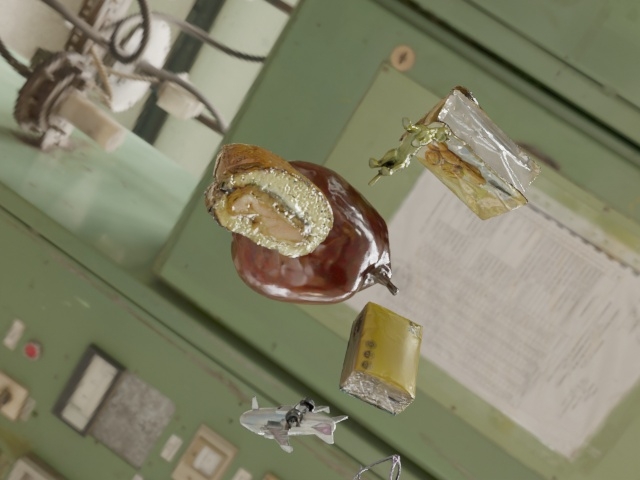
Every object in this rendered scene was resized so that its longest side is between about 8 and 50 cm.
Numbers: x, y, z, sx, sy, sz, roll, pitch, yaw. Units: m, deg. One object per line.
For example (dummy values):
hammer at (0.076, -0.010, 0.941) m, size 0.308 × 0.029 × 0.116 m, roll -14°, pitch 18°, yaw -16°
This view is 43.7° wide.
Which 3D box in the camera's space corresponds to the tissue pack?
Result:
tissue pack at (0.109, 0.201, 1.377) m, size 0.082 × 0.120 × 0.169 m, roll -57°, pitch -169°, yaw 40°

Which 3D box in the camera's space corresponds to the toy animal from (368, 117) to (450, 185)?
toy animal at (0.186, -0.188, 1.734) m, size 0.181 × 0.073 × 0.136 m, roll -48°, pitch 160°, yaw 28°

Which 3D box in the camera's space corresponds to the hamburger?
hamburger at (-0.061, -0.059, 0.843) m, size 0.087 × 0.102 × 0.176 m, roll -45°, pitch 143°, yaw 19°

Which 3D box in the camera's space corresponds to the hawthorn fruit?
hawthorn fruit at (-0.019, -0.012, 1.610) m, size 0.308 × 0.324 × 0.308 m, roll 177°, pitch -90°, yaw -86°

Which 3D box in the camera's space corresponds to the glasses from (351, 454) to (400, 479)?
glasses at (0.101, 0.503, 1.663) m, size 0.140 × 0.104 × 0.062 m, roll -66°, pitch 150°, yaw -23°

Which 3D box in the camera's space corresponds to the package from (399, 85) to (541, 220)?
package at (0.387, -0.222, 1.994) m, size 0.165 × 0.311 × 0.221 m, roll -52°, pitch -170°, yaw -22°

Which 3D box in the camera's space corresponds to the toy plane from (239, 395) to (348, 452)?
toy plane at (-0.050, 0.284, 1.255) m, size 0.162 × 0.171 × 0.065 m, roll -25°, pitch 120°, yaw -66°
